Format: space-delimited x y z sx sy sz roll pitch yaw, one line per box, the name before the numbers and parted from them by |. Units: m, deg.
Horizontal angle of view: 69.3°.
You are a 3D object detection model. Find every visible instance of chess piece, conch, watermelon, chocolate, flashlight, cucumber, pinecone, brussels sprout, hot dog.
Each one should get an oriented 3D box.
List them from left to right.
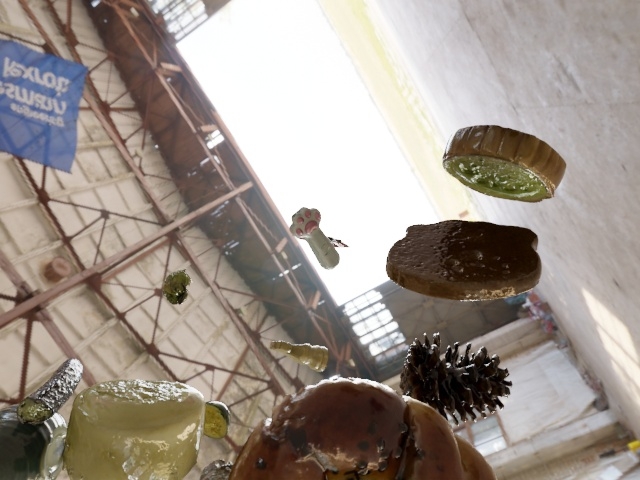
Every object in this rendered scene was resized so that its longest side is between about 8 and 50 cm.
cucumber | -0.552 0.310 0.979 0.067 0.067 0.245 58 177 -9
brussels sprout | -0.347 0.114 1.111 0.085 0.085 0.058 62 -167 5
watermelon | -0.280 0.469 1.232 0.106 0.105 0.062 59 -156 -6
conch | -0.204 0.577 1.034 0.179 0.162 0.245 69 165 -12
chess piece | -0.076 0.393 1.627 0.200 0.090 0.090 22 -150 -21
flashlight | -0.007 0.001 1.216 0.047 0.093 0.201 27 154 57
chocolate | 0.000 0.000 1.397 0.086 0.182 0.028 37 -112 -60
hot dog | 0.045 0.369 0.585 0.367 0.366 0.196 31 161 -11
pinecone | 0.352 0.361 1.214 0.246 0.291 0.247 -2 -90 -81

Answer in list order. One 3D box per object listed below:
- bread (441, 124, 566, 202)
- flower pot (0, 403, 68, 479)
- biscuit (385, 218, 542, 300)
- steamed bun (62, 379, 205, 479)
bread | 0.367 -0.151 0.943 0.235 0.070 0.236 22 172 3
flower pot | -0.607 0.428 0.930 0.243 0.156 0.190 148 123 -81
biscuit | 0.264 0.032 0.871 0.257 0.272 0.049 -53 -37 -54
steamed bun | -0.357 0.405 0.921 0.272 0.232 0.166 12 -174 -26
